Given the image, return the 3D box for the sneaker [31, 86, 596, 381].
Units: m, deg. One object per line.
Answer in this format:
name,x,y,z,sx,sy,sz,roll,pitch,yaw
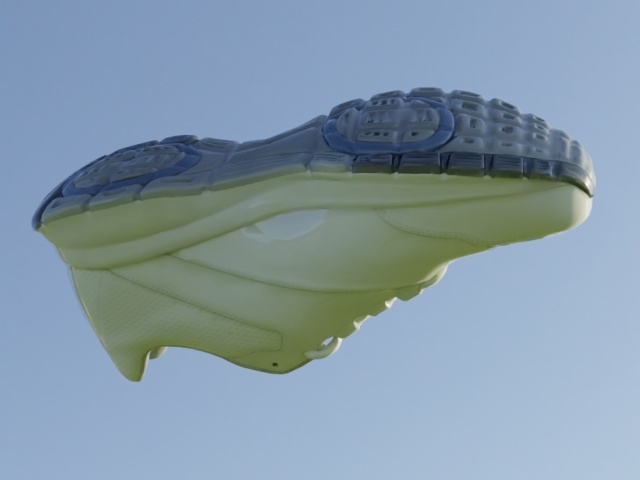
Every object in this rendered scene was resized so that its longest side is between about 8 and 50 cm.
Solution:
sneaker,0.000,0.000,0.731,0.297,0.111,0.129,-8,-68,20
